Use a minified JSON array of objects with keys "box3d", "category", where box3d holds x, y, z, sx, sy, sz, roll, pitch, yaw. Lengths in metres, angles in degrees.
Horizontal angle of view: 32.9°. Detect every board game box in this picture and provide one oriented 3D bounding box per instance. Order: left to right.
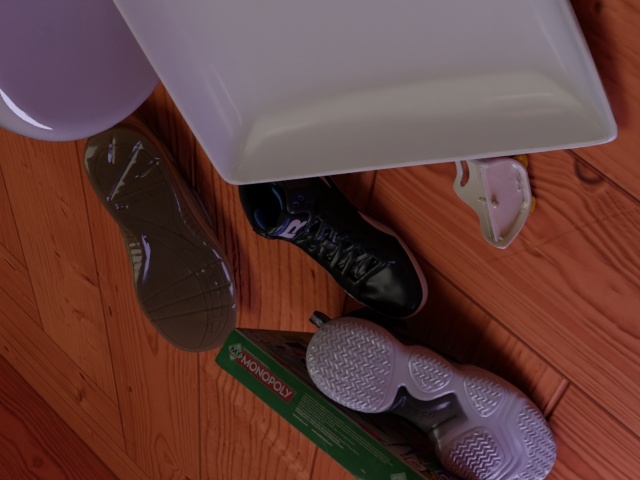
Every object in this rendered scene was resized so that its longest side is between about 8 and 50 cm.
[{"box3d":[0.066,0.196,1.115,0.317,0.046,0.213,35,-168,28],"category":"board game box"}]

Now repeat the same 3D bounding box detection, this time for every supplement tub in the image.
[{"box3d":[-0.320,-0.257,1.064,0.331,0.241,0.241,30,147,37],"category":"supplement tub"}]

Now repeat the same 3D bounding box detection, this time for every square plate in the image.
[{"box3d":[-0.003,-0.194,0.743,0.344,0.049,0.347,-4,131,34],"category":"square plate"}]

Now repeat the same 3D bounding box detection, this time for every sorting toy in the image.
[{"box3d":[0.127,-0.048,0.859,0.075,0.045,0.083,32,149,46],"category":"sorting toy"}]

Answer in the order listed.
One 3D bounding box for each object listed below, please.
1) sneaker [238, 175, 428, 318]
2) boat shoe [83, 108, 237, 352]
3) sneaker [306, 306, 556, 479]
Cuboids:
[{"box3d":[0.000,0.000,1.006,0.217,0.121,0.079,48,115,8],"category":"sneaker"},{"box3d":[-0.185,-0.014,1.331,0.110,0.121,0.341,-101,-5,-57],"category":"boat shoe"},{"box3d":[0.105,0.141,1.072,0.268,0.101,0.153,29,-172,-10],"category":"sneaker"}]
